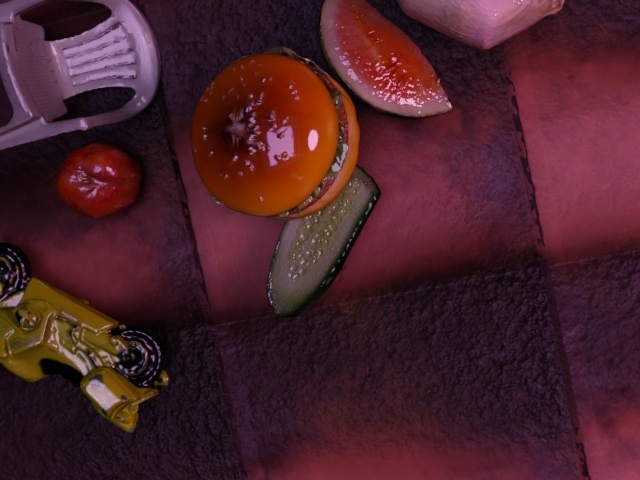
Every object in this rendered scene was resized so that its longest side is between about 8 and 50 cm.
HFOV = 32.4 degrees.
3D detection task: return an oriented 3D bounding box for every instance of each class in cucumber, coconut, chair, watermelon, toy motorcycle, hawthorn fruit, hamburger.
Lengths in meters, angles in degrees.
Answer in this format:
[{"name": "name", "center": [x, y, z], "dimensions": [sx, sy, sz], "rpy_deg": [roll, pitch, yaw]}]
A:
[{"name": "cucumber", "center": [0.000, 0.000, 1.571], "dimensions": [0.115, 0.063, 0.243], "rpy_deg": [38, 104, 27]}, {"name": "coconut", "center": [0.211, -0.363, 1.410], "dimensions": [0.230, 0.227, 0.227], "rpy_deg": [23, 101, 8]}, {"name": "chair", "center": [-0.394, -0.244, 1.572], "dimensions": [0.275, 0.190, 0.203], "rpy_deg": [-12, 96, 20]}, {"name": "watermelon", "center": [0.075, -0.252, 1.535], "dimensions": [0.119, 0.063, 0.245], "rpy_deg": [-41, 88, 0]}, {"name": "toy motorcycle", "center": [-0.399, 0.161, 1.633], "dimensions": [0.342, 0.142, 0.206], "rpy_deg": [30, 103, 8]}, {"name": "hawthorn fruit", "center": [-0.322, -0.088, 1.599], "dimensions": [0.128, 0.128, 0.128], "rpy_deg": [1, 97, 11]}, {"name": "hamburger", "center": [-0.076, -0.143, 1.492], "dimensions": [0.246, 0.170, 0.246], "rpy_deg": [-1, 88, 27]}]
